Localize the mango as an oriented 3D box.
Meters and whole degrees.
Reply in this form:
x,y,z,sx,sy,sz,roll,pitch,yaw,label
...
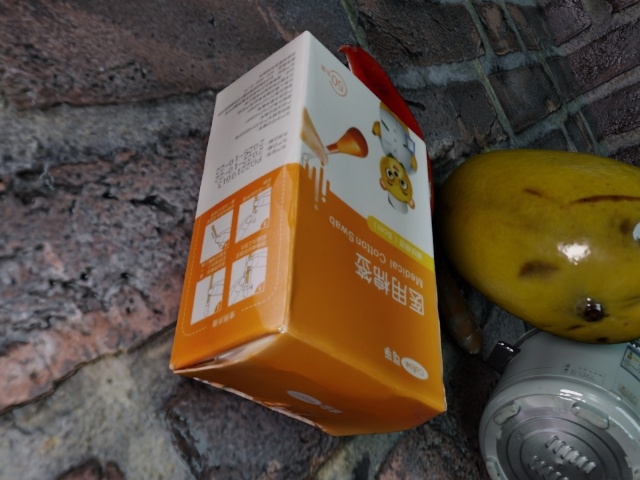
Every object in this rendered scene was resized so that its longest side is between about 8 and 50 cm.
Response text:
x,y,z,sx,sy,sz,roll,pitch,yaw,label
0.324,-0.025,0.924,0.445,0.301,0.221,-120,-161,-61,mango

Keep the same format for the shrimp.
x,y,z,sx,sy,sz,roll,pitch,yaw,label
0.197,0.082,0.953,0.099,0.041,0.180,-28,91,-59,shrimp

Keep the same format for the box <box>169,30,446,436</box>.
x,y,z,sx,sy,sz,roll,pitch,yaw,label
0.000,0.000,0.648,0.225,0.143,0.341,34,44,-38,box

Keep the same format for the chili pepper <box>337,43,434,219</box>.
x,y,z,sx,sy,sz,roll,pitch,yaw,label
0.092,-0.115,0.909,0.137,0.092,0.369,18,47,-32,chili pepper

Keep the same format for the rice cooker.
x,y,z,sx,sy,sz,roll,pitch,yaw,label
0.351,0.244,0.891,0.280,0.241,0.227,29,34,18,rice cooker
